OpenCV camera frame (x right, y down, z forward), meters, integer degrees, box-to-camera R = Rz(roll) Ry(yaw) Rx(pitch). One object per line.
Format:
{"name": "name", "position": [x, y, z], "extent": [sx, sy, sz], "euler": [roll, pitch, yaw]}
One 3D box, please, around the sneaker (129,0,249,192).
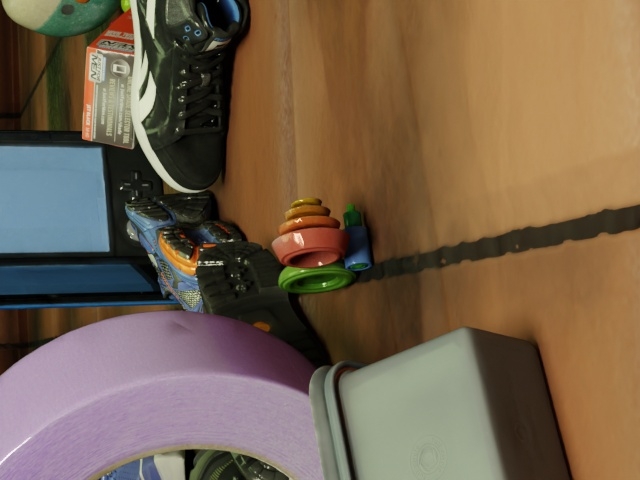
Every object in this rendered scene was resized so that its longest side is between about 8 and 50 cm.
{"name": "sneaker", "position": [-0.107, -0.145, 1.134], "extent": [0.121, 0.079, 0.216], "euler": [7, 108, 58]}

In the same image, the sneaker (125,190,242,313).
{"name": "sneaker", "position": [-0.127, 0.013, 1.205], "extent": [0.221, 0.083, 0.087], "euler": [-129, 36, -65]}

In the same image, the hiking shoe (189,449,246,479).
{"name": "hiking shoe", "position": [-0.068, 0.269, 1.030], "extent": [0.114, 0.086, 0.226], "euler": [159, 109, -74]}

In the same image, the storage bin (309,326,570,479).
{"name": "storage bin", "position": [0.067, 0.109, 0.623], "extent": [0.091, 0.098, 0.135], "euler": [-32, 57, 37]}

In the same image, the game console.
{"name": "game console", "position": [-0.284, -0.026, 1.336], "extent": [0.173, 0.293, 0.250], "euler": [130, 136, -62]}

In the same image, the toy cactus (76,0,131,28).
{"name": "toy cactus", "position": [-0.197, -0.337, 1.397], "extent": [0.180, 0.112, 0.219], "euler": [-43, 46, 42]}

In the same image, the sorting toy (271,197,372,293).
{"name": "sorting toy", "position": [0.000, 0.000, 0.847], "extent": [0.102, 0.061, 0.042], "euler": [85, 179, -71]}

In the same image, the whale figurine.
{"name": "whale figurine", "position": [-0.275, -0.366, 1.594], "extent": [0.272, 0.141, 0.216], "euler": [-54, 34, 22]}

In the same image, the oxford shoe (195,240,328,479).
{"name": "oxford shoe", "position": [-0.039, 0.105, 0.964], "extent": [0.227, 0.083, 0.096], "euler": [-104, 10, -50]}

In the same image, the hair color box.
{"name": "hair color box", "position": [-0.174, -0.162, 1.267], "extent": [0.167, 0.053, 0.093], "euler": [-70, -10, -63]}

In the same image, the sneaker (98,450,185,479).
{"name": "sneaker", "position": [-0.248, 0.272, 1.424], "extent": [0.315, 0.182, 0.127], "euler": [177, 90, -72]}

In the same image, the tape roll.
{"name": "tape roll", "position": [-0.093, 0.184, 0.799], "extent": [0.090, 0.275, 0.274], "euler": [-129, 41, -63]}
